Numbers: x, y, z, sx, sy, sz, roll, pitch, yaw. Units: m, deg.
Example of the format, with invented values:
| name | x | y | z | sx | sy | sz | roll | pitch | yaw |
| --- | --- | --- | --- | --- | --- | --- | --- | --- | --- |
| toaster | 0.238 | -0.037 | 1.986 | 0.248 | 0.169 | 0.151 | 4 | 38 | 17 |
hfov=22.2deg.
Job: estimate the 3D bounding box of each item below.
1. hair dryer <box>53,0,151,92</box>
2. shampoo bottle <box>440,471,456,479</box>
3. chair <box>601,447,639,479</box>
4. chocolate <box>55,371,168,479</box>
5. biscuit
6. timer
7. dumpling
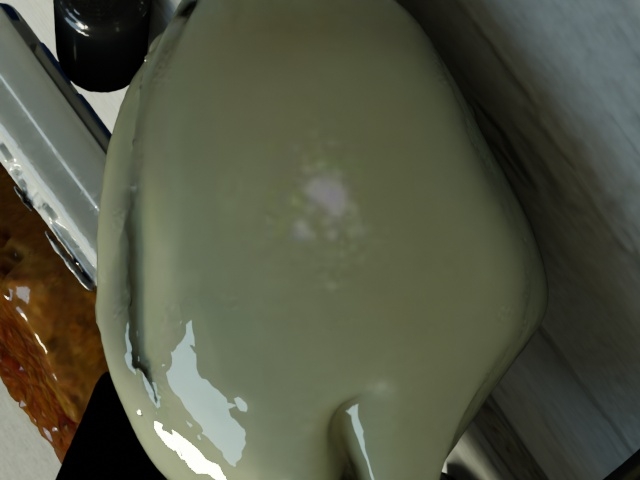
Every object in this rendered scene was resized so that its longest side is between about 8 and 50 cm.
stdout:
| name | x | y | z | sx | sy | sz | roll | pitch | yaw |
| --- | --- | --- | --- | --- | --- | --- | --- | --- | --- |
| hair dryer | -0.201 | -0.238 | 1.222 | 0.248 | 0.070 | 0.114 | 62 | 165 | 12 |
| shampoo bottle | 0.136 | 0.283 | 1.173 | 0.246 | 0.080 | 0.079 | 46 | 161 | 30 |
| chair | 0.164 | 0.177 | 0.806 | 0.260 | 0.154 | 0.141 | 26 | 144 | 54 |
| chocolate | -0.014 | 0.299 | 1.013 | 0.331 | 0.383 | 0.383 | 11 | 152 | 5 |
| biscuit | -0.276 | 0.104 | 1.824 | 0.342 | 0.166 | 0.395 | 38 | 153 | 49 |
| timer | -0.200 | -0.064 | 1.247 | 0.253 | 0.078 | 0.178 | 55 | 180 | -9 |
| dumpling | -0.018 | 0.000 | 0.868 | 0.315 | 0.233 | 0.395 | 176 | 79 | -75 |
